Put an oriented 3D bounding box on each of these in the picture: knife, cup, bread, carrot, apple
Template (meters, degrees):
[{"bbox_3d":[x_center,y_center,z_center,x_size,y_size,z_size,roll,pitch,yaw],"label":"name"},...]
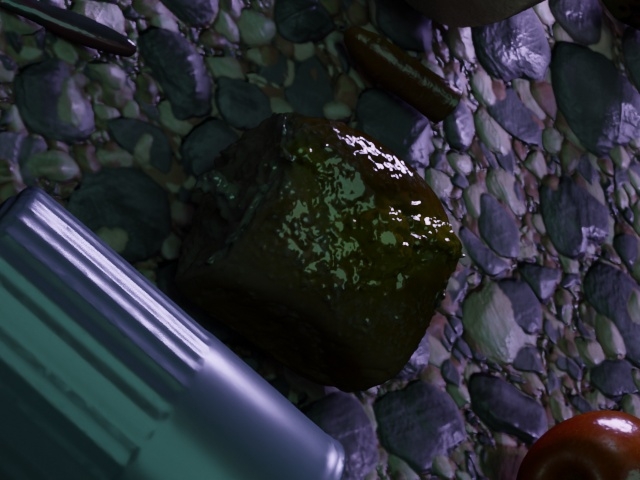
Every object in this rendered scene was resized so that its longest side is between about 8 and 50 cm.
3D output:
[{"bbox_3d":[-0.272,-0.218,1.570,0.247,0.018,0.035,23,57,-27],"label":"knife"},{"bbox_3d":[-0.165,0.124,1.312,0.311,0.257,0.331,43,49,-11],"label":"cup"},{"bbox_3d":[0.000,0.000,1.563,0.246,0.176,0.196,35,48,-20],"label":"bread"},{"bbox_3d":[0.078,-0.172,1.809,0.139,0.048,0.048,33,51,-18],"label":"carrot"},{"bbox_3d":[0.263,0.241,1.659,0.139,0.163,0.163,17,57,-45],"label":"apple"}]

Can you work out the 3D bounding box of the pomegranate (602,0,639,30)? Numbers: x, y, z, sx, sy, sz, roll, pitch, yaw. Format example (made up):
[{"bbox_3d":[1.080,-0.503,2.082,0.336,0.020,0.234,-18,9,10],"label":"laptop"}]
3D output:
[{"bbox_3d":[0.392,-0.321,2.087,0.148,0.148,0.169,39,23,-16],"label":"pomegranate"}]

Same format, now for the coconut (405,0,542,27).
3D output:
[{"bbox_3d":[0.169,-0.343,1.840,0.266,0.237,0.237,-22,82,-43],"label":"coconut"}]
